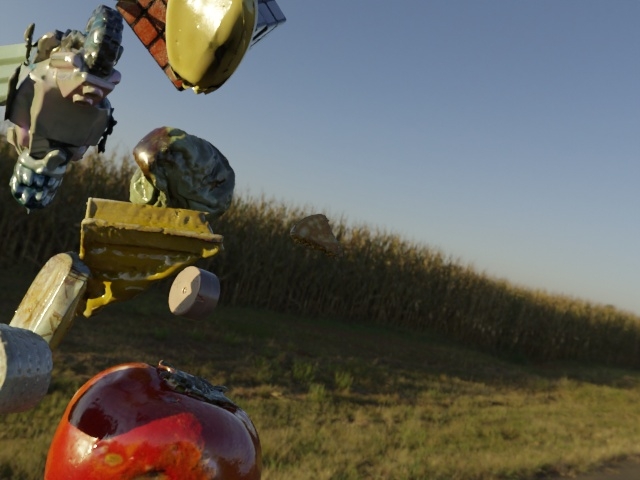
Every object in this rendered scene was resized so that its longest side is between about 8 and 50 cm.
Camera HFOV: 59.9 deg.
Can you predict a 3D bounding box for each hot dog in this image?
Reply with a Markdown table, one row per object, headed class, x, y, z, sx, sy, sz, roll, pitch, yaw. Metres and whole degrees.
| class | x | y | z | sx | sy | sz | roll | pitch | yaw |
| --- | --- | --- | --- | --- | --- | --- | --- | --- | --- |
| hot dog | -0.604 | 0.152 | 1.240 | 0.163 | 0.270 | 0.082 | 18 | -14 | 36 |

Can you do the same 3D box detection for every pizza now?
| class | x | y | z | sx | sy | sz | roll | pitch | yaw |
| --- | --- | --- | --- | --- | --- | --- | --- | --- | --- |
| pizza | 0.000 | 0.000 | 1.929 | 0.199 | 0.062 | 0.188 | 45 | 46 | 17 |

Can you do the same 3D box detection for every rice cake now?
| class | x | y | z | sx | sy | sz | roll | pitch | yaw |
| --- | --- | --- | --- | --- | --- | --- | --- | --- | --- |
| rice cake | -0.628 | -0.327 | 1.102 | 0.237 | 0.127 | 0.043 | -7 | 0 | -3 |

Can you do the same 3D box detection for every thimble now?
| class | x | y | z | sx | sy | sz | roll | pitch | yaw |
| --- | --- | --- | --- | --- | --- | --- | --- | --- | --- |
| thimble | -0.418 | 0.167 | 0.721 | 0.115 | 0.102 | 0.090 | 49 | 2 | 21 |

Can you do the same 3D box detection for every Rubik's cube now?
| class | x | y | z | sx | sy | sz | roll | pitch | yaw |
| --- | --- | --- | --- | --- | --- | --- | --- | --- | --- |
| Rubik's cube | -0.377 | -0.747 | 1.811 | 0.344 | 0.343 | 0.337 | -25 | 16 | 34 |

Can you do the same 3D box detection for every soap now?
| class | x | y | z | sx | sy | sz | roll | pitch | yaw |
| --- | --- | --- | --- | --- | --- | --- | --- | --- | --- |
| soap | -0.443 | 0.066 | 1.437 | 0.339 | 0.304 | 0.169 | 7 | 35 | -19 |

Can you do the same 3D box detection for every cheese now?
| class | x | y | z | sx | sy | sz | roll | pitch | yaw |
| --- | --- | --- | --- | --- | --- | --- | --- | --- | --- |
| cheese | -0.296 | -0.538 | 1.453 | 0.259 | 0.315 | 0.128 | 31 | 24 | 23 |

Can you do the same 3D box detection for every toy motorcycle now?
| class | x | y | z | sx | sy | sz | roll | pitch | yaw |
| --- | --- | --- | --- | --- | --- | --- | --- | --- | --- |
| toy motorcycle | -0.281 | -0.128 | 0.605 | 0.108 | 0.204 | 0.239 | 12 | -12 | -25 |

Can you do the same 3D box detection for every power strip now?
| class | x | y | z | sx | sy | sz | roll | pitch | yaw |
| --- | --- | --- | --- | --- | --- | --- | --- | --- | --- |
| power strip | -0.369 | 0.156 | 1.624 | 0.154 | 0.154 | 0.078 | 12 | -11 | 46 |

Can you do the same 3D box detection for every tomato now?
| class | x | y | z | sx | sy | sz | roll | pitch | yaw |
| --- | --- | --- | --- | --- | --- | --- | --- | --- | --- |
| tomato | -0.264 | 0.350 | 0.890 | 0.325 | 0.289 | 0.293 | 29 | -1 | -26 |

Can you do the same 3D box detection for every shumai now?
| class | x | y | z | sx | sy | sz | roll | pitch | yaw |
| --- | --- | --- | --- | --- | --- | --- | --- | --- | --- |
| shumai | -0.418 | -0.198 | 1.632 | 0.304 | 0.309 | 0.263 | 31 | -13 | 7 |

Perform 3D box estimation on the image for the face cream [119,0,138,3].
| class | x | y | z | sx | sy | sz | roll | pitch | yaw |
| --- | --- | --- | --- | --- | --- | --- | --- | --- | --- |
| face cream | -0.503 | -0.569 | 1.098 | 0.285 | 0.139 | 0.067 | 7 | 23 | -13 |
